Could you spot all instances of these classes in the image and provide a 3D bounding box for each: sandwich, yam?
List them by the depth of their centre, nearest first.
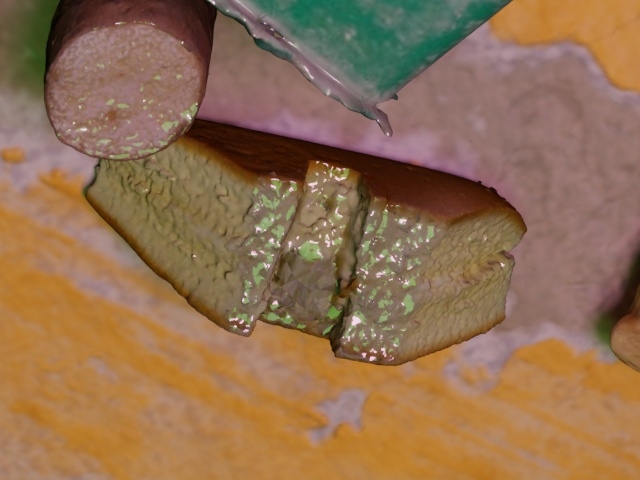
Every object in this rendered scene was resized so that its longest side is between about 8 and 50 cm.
[{"bbox_3d":[-0.085,-0.099,0.776,0.084,0.127,0.084,-2,124,-3],"label":"yam"},{"bbox_3d":[0.000,0.000,0.862,0.244,0.088,0.090,14,114,-13],"label":"sandwich"}]

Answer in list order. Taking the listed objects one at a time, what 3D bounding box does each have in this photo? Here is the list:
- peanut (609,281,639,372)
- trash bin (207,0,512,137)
[{"bbox_3d":[0.233,0.010,0.897,0.187,0.082,0.082,-38,117,16],"label":"peanut"},{"bbox_3d":[0.084,-0.243,0.622,0.259,0.295,0.381,35,118,-22],"label":"trash bin"}]
